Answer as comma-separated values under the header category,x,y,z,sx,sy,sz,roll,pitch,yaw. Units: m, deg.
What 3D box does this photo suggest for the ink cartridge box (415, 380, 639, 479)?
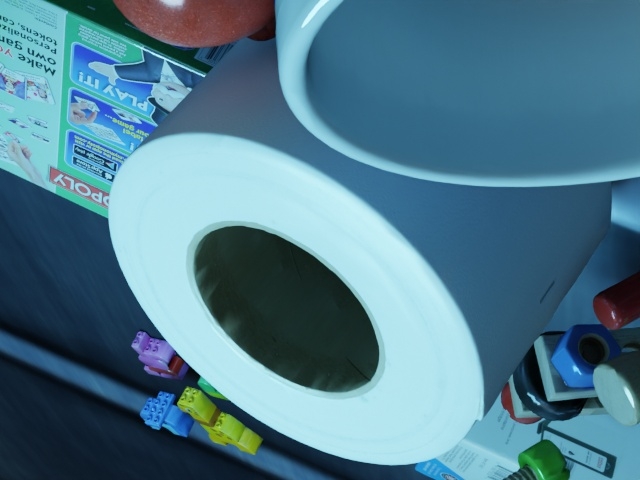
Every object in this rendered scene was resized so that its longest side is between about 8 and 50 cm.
category,x,y,z,sx,sy,sz,roll,pitch,yaw
ink cartridge box,0.196,0.185,1.376,0.203,0.086,0.148,24,159,3

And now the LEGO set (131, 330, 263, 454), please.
category,x,y,z,sx,sy,sz,roll,pitch,yaw
LEGO set,-0.121,0.155,1.660,0.227,0.087,0.093,9,153,33

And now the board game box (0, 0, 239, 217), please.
category,x,y,z,sx,sy,sz,roll,pitch,yaw
board game box,-0.199,-0.118,1.150,0.317,0.046,0.213,25,147,5

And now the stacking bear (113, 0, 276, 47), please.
category,x,y,z,sx,sy,sz,roll,pitch,yaw
stacking bear,-0.059,-0.188,0.766,0.175,0.164,0.289,24,162,7

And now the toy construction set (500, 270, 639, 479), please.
category,x,y,z,sx,sy,sz,roll,pitch,yaw
toy construction set,0.273,0.103,1.045,0.257,0.237,0.309,47,154,38

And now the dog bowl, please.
category,x,y,z,sx,sy,sz,roll,pitch,yaw
dog bowl,0.112,-0.118,0.637,0.265,0.104,0.265,-4,160,-2

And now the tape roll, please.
category,x,y,z,sx,sy,sz,roll,pitch,yaw
tape roll,0.022,-0.013,0.945,0.246,0.169,0.246,24,142,21
